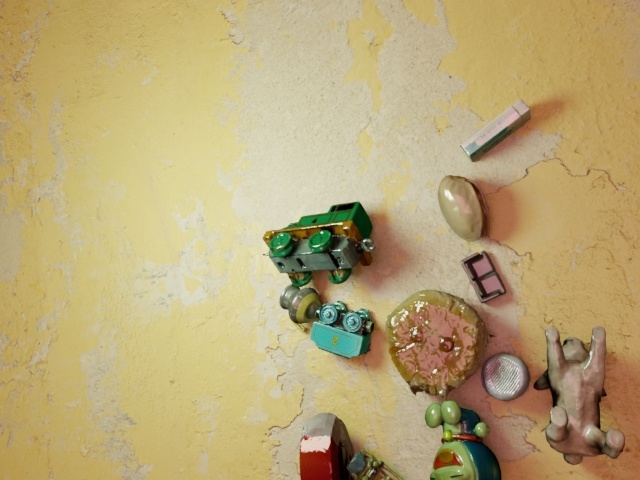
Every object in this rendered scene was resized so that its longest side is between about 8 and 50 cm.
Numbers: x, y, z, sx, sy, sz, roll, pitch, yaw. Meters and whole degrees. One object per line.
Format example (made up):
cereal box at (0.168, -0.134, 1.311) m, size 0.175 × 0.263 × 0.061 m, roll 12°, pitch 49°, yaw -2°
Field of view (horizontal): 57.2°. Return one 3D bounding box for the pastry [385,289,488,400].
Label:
pastry at (0.354, 0.305, 1.780) m, size 0.329 × 0.136 × 0.330 m, roll -4°, pitch 79°, yaw 22°

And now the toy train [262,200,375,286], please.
toy train at (0.000, 0.000, 1.923) m, size 0.429 × 0.178 × 0.249 m, roll -6°, pitch 40°, yaw 34°

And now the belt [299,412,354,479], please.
belt at (0.026, 0.699, 1.803) m, size 0.115 × 0.227 × 0.324 m, roll -12°, pitch 80°, yaw 17°

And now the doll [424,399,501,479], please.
doll at (0.414, 0.627, 1.685) m, size 0.198 × 0.186 × 0.322 m, roll -34°, pitch 50°, yaw 58°

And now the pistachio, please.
pistachio at (0.445, -0.105, 1.817) m, size 0.152 × 0.126 × 0.223 m, roll -43°, pitch 71°, yaw 47°

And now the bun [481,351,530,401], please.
bun at (0.543, 0.401, 1.724) m, size 0.140 × 0.083 × 0.141 m, roll -9°, pitch 70°, yaw 25°

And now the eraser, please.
eraser at (0.543, -0.338, 1.823) m, size 0.225 × 0.095 × 0.052 m, roll -39°, pitch 71°, yaw 12°

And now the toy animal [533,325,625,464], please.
toy animal at (0.687, 0.427, 1.598) m, size 0.194 × 0.303 × 0.344 m, roll 2°, pitch 59°, yaw 17°

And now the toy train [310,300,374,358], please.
toy train at (0.071, 0.291, 1.909) m, size 0.203 × 0.112 × 0.163 m, roll 15°, pitch 93°, yaw 25°

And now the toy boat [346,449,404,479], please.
toy boat at (0.201, 0.761, 1.785) m, size 0.276 × 0.084 × 0.111 m, roll 36°, pitch 59°, yaw 16°

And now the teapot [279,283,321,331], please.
teapot at (-0.069, 0.226, 1.977) m, size 0.119 × 0.130 × 0.166 m, roll 27°, pitch 125°, yaw 37°

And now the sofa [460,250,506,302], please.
sofa at (0.498, 0.110, 1.795) m, size 0.085 × 0.060 × 0.147 m, roll -27°, pitch 73°, yaw 15°
